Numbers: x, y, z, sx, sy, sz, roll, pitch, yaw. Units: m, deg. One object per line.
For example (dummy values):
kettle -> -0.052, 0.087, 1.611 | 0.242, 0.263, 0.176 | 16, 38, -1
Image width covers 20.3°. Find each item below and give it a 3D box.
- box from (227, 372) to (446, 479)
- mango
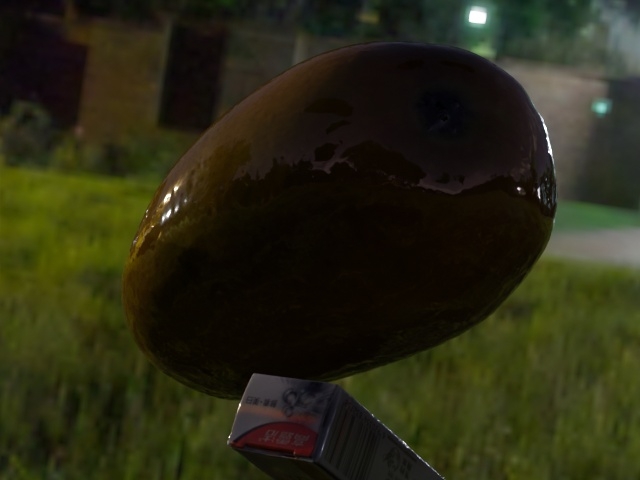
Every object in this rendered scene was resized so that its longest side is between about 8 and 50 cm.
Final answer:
box -> 0.035, 0.131, 0.884 | 0.055, 0.040, 0.218 | 4, -27, 35
mango -> 0.000, 0.000, 1.089 | 0.211, 0.173, 0.317 | 11, -37, -43
